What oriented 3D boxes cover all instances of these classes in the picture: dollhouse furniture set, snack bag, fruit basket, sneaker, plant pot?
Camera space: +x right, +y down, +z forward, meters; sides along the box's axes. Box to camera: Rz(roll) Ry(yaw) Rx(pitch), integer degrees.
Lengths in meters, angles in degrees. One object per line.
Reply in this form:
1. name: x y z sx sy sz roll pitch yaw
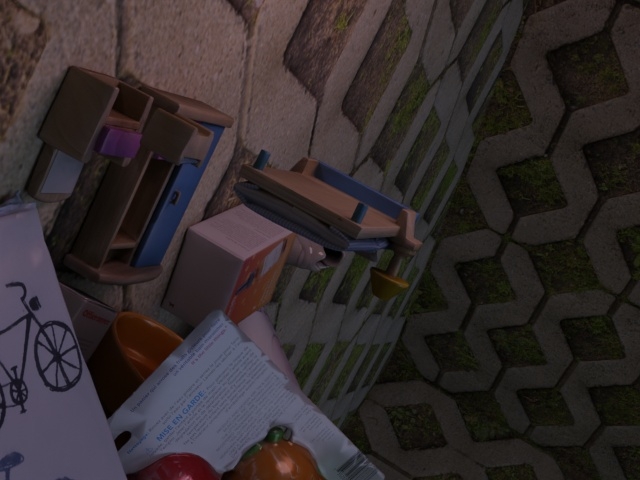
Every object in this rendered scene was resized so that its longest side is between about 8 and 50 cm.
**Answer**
1. dollhouse furniture set: -0.082 0.005 0.821 0.198 0.303 0.286 -64 166 10
2. snack bag: -0.257 0.149 0.606 0.323 0.037 0.343 -31 105 -70
3. fruit basket: -0.126 0.280 0.880 0.327 0.165 0.353 -47 123 -9
4. sneaker: 0.000 0.000 1.469 0.262 0.121 0.099 -33 150 -62
5. plant pot: -0.225 0.221 1.006 0.188 0.205 0.205 -46 167 6

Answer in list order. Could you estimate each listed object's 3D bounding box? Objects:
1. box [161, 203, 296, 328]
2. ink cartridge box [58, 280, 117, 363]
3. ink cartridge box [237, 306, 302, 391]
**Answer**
1. box: -0.121 0.037 1.178 0.170 0.091 0.130 -33 149 -62
2. ink cartridge box: -0.271 0.106 0.868 0.122 0.052 0.088 -58 166 -8
3. ink cartridge box: -0.101 0.164 1.313 0.066 0.189 0.232 -24 164 -2
